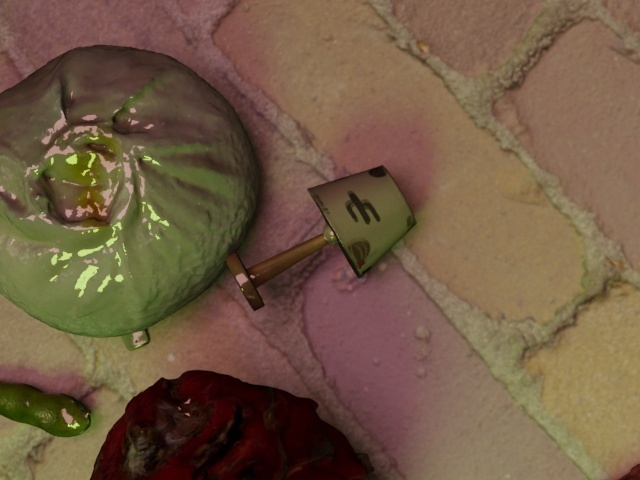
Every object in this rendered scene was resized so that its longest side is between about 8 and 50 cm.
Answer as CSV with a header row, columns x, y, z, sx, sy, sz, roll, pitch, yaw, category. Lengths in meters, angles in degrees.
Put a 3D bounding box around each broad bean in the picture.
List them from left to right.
x,y,z,sx,sy,sz,roll,pitch,yaw,category
-0.394,0.200,1.795,0.256,0.053,0.052,9,124,19,broad bean

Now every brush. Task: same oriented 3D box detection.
x,y,z,sx,sy,sz,roll,pitch,yaw,category
-0.257,0.051,1.783,0.033,0.030,0.179,-24,76,3,brush

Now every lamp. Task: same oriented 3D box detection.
x,y,z,sx,sy,sz,roll,pitch,yaw,category
0.000,0.000,1.655,0.214,0.121,0.121,-28,75,-2,lamp

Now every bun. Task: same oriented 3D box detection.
x,y,z,sx,sy,sz,roll,pitch,yaw,category
-0.253,-0.066,1.688,0.361,0.211,0.362,-1,76,3,bun

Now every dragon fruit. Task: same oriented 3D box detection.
x,y,z,sx,sy,sz,roll,pitch,yaw,category
-0.097,0.296,1.545,0.329,0.329,0.329,-2,82,17,dragon fruit

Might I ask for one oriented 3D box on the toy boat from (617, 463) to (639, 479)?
x,y,z,sx,sy,sz,roll,pitch,yaw,category
0.286,0.378,1.534,0.141,0.099,0.318,24,91,60,toy boat
